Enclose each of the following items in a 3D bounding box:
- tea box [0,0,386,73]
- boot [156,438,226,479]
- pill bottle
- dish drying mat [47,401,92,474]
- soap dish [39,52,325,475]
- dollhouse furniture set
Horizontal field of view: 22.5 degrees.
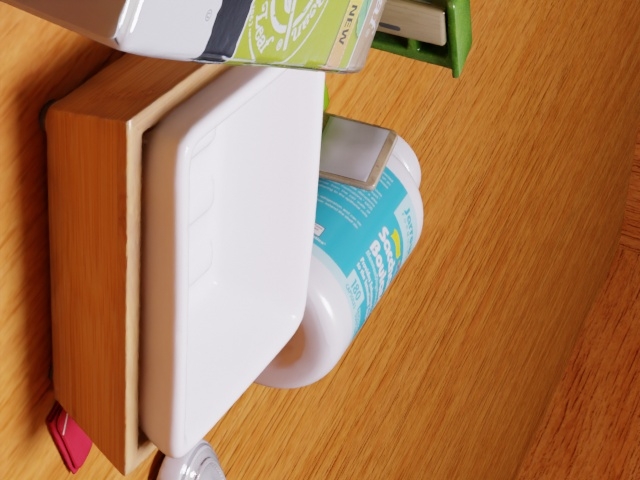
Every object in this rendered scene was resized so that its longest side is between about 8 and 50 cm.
[{"bbox_3d":[-0.068,-0.273,0.791,0.323,0.220,0.329,-15,126,-70],"label":"tea box"},{"bbox_3d":[-0.073,0.272,1.484,0.258,0.123,0.095,81,31,-55],"label":"boot"},{"bbox_3d":[0.000,0.000,1.419,0.264,0.146,0.146,-53,154,-47],"label":"pill bottle"},{"bbox_3d":[-0.187,0.145,1.210,0.083,0.008,0.032,80,30,-55],"label":"dish drying mat"},{"bbox_3d":[-0.097,-0.012,1.142,0.229,0.118,0.291,-46,149,-49],"label":"soap dish"},{"bbox_3d":[0.012,-0.193,1.265,0.301,0.151,0.197,77,34,-57],"label":"dollhouse furniture set"}]
